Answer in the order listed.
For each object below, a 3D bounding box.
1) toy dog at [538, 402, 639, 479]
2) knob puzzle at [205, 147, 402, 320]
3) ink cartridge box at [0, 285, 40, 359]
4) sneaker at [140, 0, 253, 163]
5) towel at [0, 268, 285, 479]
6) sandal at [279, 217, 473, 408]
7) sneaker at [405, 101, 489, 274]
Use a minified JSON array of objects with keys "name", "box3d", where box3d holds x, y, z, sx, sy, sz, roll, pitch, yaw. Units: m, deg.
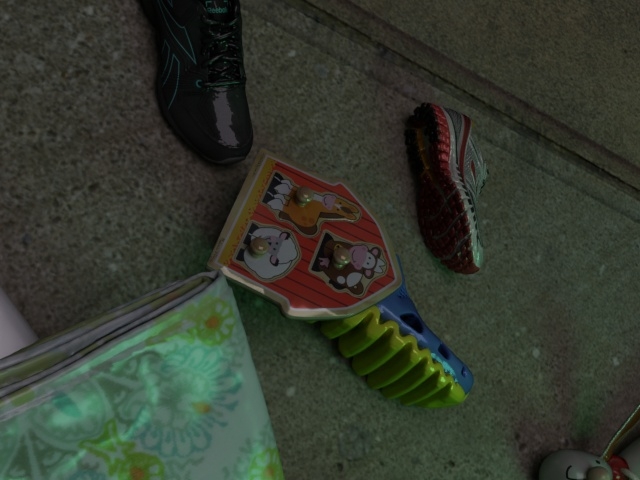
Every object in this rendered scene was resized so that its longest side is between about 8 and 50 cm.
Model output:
[{"name":"toy dog","box3d":[0.454,0.289,1.142,0.333,0.161,0.220,-26,88,-33]},{"name":"knob puzzle","box3d":[0.000,0.000,0.929,0.213,0.030,0.213,11,54,-16]},{"name":"ink cartridge box","box3d":[-0.299,0.168,0.787,0.160,0.092,0.219,-36,95,-32]},{"name":"sneaker","box3d":[-0.133,-0.216,0.996,0.101,0.106,0.267,-17,85,-34]},{"name":"towel","box3d":[-0.166,0.243,0.746,0.320,0.090,0.374,-24,109,-36]},{"name":"sandal","box3d":[0.060,0.065,1.014,0.317,0.126,0.138,44,55,-13]},{"name":"sneaker","box3d":[0.179,-0.068,1.139,0.092,0.088,0.225,2,74,-31]}]
